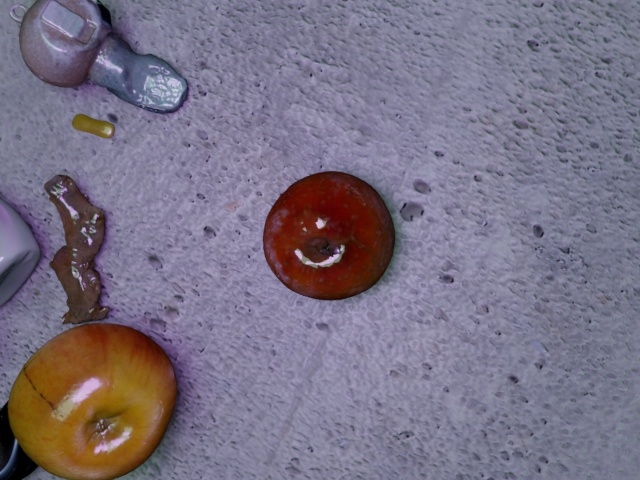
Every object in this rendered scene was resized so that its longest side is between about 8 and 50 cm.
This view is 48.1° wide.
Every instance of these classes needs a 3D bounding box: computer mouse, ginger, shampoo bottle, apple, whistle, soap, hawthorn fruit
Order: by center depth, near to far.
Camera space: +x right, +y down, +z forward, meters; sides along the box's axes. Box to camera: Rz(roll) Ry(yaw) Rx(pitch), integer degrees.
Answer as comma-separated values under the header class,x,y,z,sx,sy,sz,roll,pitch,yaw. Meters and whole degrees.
class,x,y,z,sx,sy,sz,roll,pitch,yaw
hawthorn fruit,0.001,-0.011,1.253,0.235,0.263,0.231,-26,61,31
apple,-0.393,0.281,1.257,0.286,0.233,0.286,-6,103,-29
computer mouse,-0.571,0.387,1.346,0.096,0.137,0.233,34,91,11
whistle,-0.420,-0.344,1.363,0.347,0.189,0.189,28,92,-15
shampoo bottle,-0.718,-0.032,1.371,0.349,0.151,0.222,41,101,6
ginger,-0.469,0.017,1.385,0.122,0.084,0.290,-6,91,28
soap,-0.448,-0.225,1.414,0.089,0.012,0.034,16,90,7
